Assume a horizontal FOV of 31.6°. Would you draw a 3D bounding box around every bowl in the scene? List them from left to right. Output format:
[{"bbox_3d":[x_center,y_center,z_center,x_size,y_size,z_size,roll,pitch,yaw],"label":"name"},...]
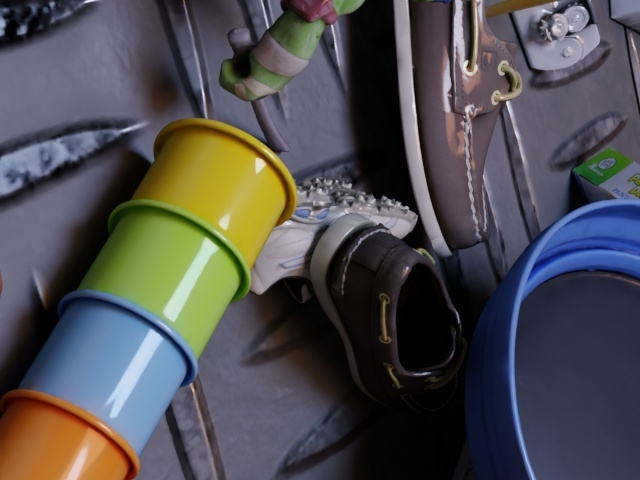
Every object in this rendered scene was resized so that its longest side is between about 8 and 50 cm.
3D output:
[{"bbox_3d":[0.275,0.157,0.840,0.391,0.077,0.391,16,55,-24],"label":"bowl"}]

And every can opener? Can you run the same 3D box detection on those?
[{"bbox_3d":[0.193,-0.291,1.079,0.093,0.074,0.280,-100,166,-63],"label":"can opener"}]

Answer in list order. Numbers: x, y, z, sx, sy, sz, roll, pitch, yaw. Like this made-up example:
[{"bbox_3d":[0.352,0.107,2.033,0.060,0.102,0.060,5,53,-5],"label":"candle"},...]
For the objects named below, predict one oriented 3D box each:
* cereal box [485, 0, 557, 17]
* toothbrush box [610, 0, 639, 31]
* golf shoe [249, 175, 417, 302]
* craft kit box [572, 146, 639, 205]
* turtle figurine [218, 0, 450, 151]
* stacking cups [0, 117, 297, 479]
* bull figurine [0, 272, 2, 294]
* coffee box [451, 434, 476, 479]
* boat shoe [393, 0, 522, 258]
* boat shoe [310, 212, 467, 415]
[{"bbox_3d":[0.177,-0.323,0.963,0.047,0.173,0.240,-41,117,-47],"label":"cereal box"},{"bbox_3d":[0.434,-0.391,1.352,0.206,0.122,0.283,6,81,-52],"label":"toothbrush box"},{"bbox_3d":[0.000,0.000,0.791,0.176,0.069,0.086,3,105,-51],"label":"golf shoe"},{"bbox_3d":[0.367,0.053,1.123,0.249,0.061,0.246,61,-1,-27],"label":"craft kit box"},{"bbox_3d":[-0.057,-0.191,0.700,0.266,0.275,0.197,27,85,-25],"label":"turtle figurine"},{"bbox_3d":[-0.110,0.076,0.591,0.096,0.096,0.316,52,47,-34],"label":"stacking cups"},{"bbox_3d":[-0.253,-0.011,0.419,0.310,0.101,0.188,40,59,-39],"label":"bull figurine"},{"bbox_3d":[0.240,0.260,0.999,0.297,0.119,0.168,54,45,-33],"label":"coffee box"},{"bbox_3d":[0.106,-0.150,0.884,0.116,0.097,0.324,-7,89,-81],"label":"boat shoe"},{"bbox_3d":[0.062,0.070,0.799,0.081,0.069,0.227,-52,143,-16],"label":"boat shoe"}]
